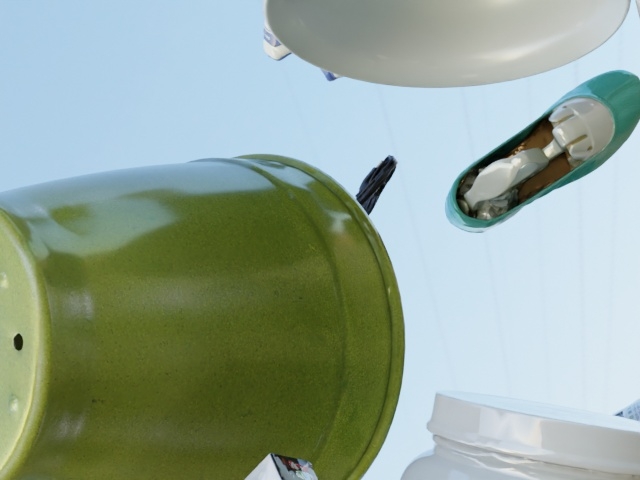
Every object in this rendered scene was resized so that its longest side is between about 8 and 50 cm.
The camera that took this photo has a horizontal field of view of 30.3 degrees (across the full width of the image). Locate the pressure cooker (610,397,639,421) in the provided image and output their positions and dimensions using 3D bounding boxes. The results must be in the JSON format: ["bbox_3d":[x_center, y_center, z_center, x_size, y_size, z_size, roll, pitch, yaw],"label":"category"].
[{"bbox_3d":[0.424,0.359,1.286,0.420,0.375,0.370,-31,-46,14],"label":"pressure cooker"}]

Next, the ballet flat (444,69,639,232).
[{"bbox_3d":[0.234,-0.088,1.225,0.247,0.083,0.087,-37,-6,11],"label":"ballet flat"}]

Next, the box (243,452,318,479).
[{"bbox_3d":[-0.064,0.282,0.807,0.044,0.159,0.233,22,-62,-43],"label":"box"}]

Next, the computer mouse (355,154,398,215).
[{"bbox_3d":[0.000,0.000,1.237,0.242,0.041,0.071,-52,-13,-17],"label":"computer mouse"}]

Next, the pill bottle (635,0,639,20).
[{"bbox_3d":[0.344,-0.091,0.926,0.162,0.162,0.278,-41,-56,-23],"label":"pill bottle"}]

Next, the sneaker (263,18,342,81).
[{"bbox_3d":[0.053,-0.297,1.767,0.296,0.112,0.131,12,-76,-16],"label":"sneaker"}]

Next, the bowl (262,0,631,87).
[{"bbox_3d":[0.102,-0.243,0.972,0.298,0.297,0.134,35,-126,-63],"label":"bowl"}]

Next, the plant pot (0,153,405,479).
[{"bbox_3d":[-0.175,0.087,1.025,0.353,0.366,0.366,5,-62,-51],"label":"plant pot"}]

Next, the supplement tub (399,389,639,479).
[{"bbox_3d":[0.163,0.295,0.929,0.235,0.235,0.325,14,-96,-61],"label":"supplement tub"}]
